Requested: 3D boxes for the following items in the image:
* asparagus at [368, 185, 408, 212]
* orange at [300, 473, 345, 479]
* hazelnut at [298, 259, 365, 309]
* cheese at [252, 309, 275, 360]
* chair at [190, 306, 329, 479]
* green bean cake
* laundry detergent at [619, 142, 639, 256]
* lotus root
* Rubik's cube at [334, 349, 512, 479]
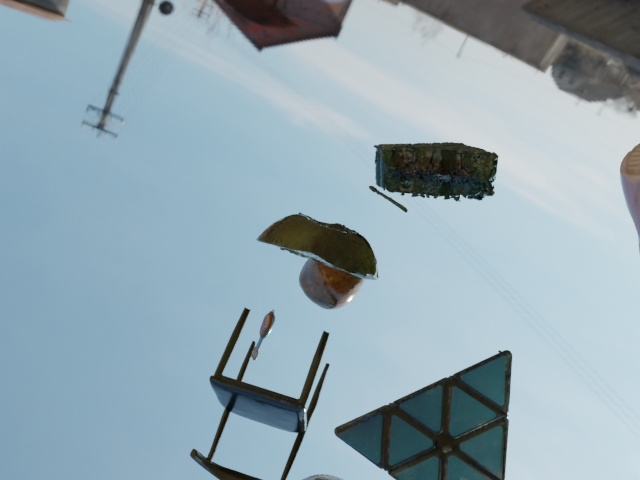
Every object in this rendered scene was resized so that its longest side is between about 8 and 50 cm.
[{"bbox_3d":[0.169,-0.105,1.744,0.016,0.013,0.166,18,-166,-38],"label":"asparagus"},{"bbox_3d":[0.005,0.680,1.609,0.274,0.274,0.274,23,-158,-10],"label":"orange"},{"bbox_3d":[0.031,0.083,1.623,0.150,0.150,0.150,23,-158,-10],"label":"hazelnut"},{"bbox_3d":[-0.116,0.191,1.418,0.017,0.111,0.047,22,-175,-19],"label":"cheese"},{"bbox_3d":[-0.098,0.283,1.207,0.188,0.166,0.272,14,-121,11],"label":"chair"},{"bbox_3d":[0.217,-0.136,1.361,0.208,0.107,0.193,1,-165,-13],"label":"green bean cake"},{"bbox_3d":[0.643,-0.017,1.309,0.088,0.335,0.159,5,-139,46],"label":"laundry detergent"},{"bbox_3d":[0.003,0.001,1.142,0.204,0.077,0.183,16,175,36],"label":"lotus root"},{"bbox_3d":[0.205,0.322,1.159,0.229,0.233,0.228,2,-139,44],"label":"Rubik's cube"}]
